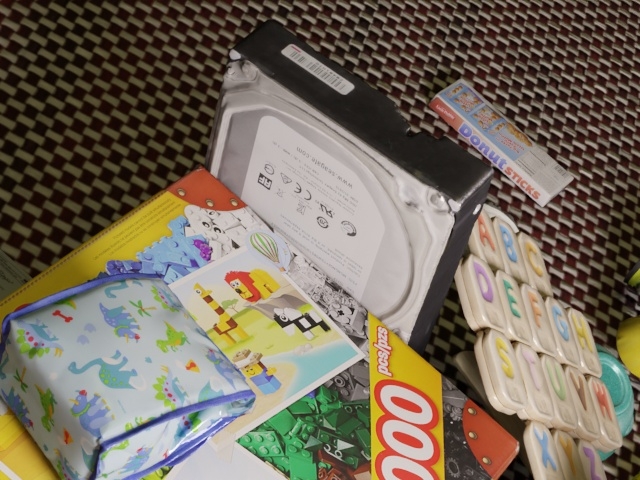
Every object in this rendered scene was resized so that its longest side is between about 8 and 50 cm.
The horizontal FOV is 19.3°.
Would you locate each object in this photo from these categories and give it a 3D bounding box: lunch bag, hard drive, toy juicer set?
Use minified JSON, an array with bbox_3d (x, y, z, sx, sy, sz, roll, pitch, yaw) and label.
[{"bbox_3d":[-0.138,0.095,1.327,0.151,0.096,0.129,-25,66,-37],"label":"lunch bag"},{"bbox_3d":[0.000,0.000,1.621,0.237,0.339,0.064,36,53,15],"label":"hard drive"},{"bbox_3d":[0.267,0.189,1.858,0.329,0.089,0.209,-9,74,-39],"label":"toy juicer set"}]

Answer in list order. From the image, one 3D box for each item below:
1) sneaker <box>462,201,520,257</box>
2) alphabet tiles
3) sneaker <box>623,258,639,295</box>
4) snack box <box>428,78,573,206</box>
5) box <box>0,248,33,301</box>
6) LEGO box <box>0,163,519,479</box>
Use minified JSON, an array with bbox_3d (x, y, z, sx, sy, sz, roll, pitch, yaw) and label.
[{"bbox_3d":[0.093,0.007,1.916,0.271,0.100,0.108,6,73,-37],"label":"sneaker"},{"bbox_3d":[0.200,0.105,1.691,0.284,0.021,0.278,26,46,-57],"label":"alphabet tiles"},{"bbox_3d":[0.476,0.056,2.132,0.300,0.111,0.121,-10,66,-35],"label":"sneaker"},{"bbox_3d":[0.208,-0.114,2.166,0.178,0.022,0.064,43,40,10],"label":"snack box"},{"bbox_3d":[-0.314,0.052,1.525,0.126,0.137,0.072,42,38,9],"label":"box"},{"bbox_3d":[-0.129,0.210,1.448,0.372,0.193,0.500,41,39,7],"label":"LEGO box"}]
